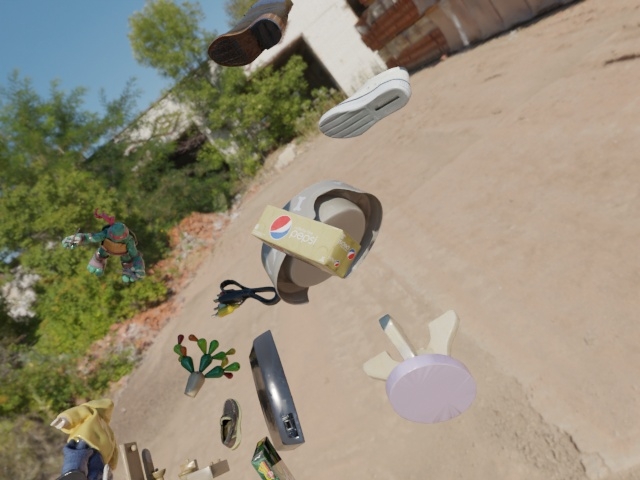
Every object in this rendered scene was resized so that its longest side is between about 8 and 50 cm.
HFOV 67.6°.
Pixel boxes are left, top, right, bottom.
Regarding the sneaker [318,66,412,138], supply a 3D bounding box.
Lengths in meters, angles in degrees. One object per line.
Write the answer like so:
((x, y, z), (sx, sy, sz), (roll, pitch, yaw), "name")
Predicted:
((0.107, -0.322, 1.136), (0.258, 0.094, 0.091), (-16, 48, 38), "sneaker")

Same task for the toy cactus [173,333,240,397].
((-0.360, 0.385, 1.449), (0.112, 0.219, 0.180), (114, 178, -58), "toy cactus")

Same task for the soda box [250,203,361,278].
((-0.027, -0.001, 0.769), (0.181, 0.058, 0.061), (21, 78, 43), "soda box")

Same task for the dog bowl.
((0.000, 0.000, 1.214), (0.349, 0.348, 0.102), (-43, 59, -10), "dog bowl")

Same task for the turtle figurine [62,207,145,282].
((-0.457, 0.022, 1.058), (0.118, 0.175, 0.234), (-64, 8, -30), "turtle figurine")

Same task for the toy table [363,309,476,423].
((0.223, 0.277, 1.060), (0.252, 0.274, 0.161), (-27, 42, 4), "toy table")

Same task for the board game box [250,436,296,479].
((-0.039, 0.488, 0.871), (0.030, 0.259, 0.136), (-35, -6, -6), "board game box")

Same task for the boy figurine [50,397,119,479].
((-0.481, 0.411, 0.975), (0.092, 0.177, 0.285), (-32, 25, -7), "boy figurine")

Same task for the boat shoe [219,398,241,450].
((-0.248, 0.492, 1.303), (0.056, 0.049, 0.152), (-38, 36, 11), "boat shoe")

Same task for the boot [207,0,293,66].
((-0.147, -0.448, 1.032), (0.219, 0.082, 0.106), (-3, 51, 38), "boot")

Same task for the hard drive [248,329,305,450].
((-0.108, 0.351, 1.100), (0.054, 0.254, 0.172), (-12, -25, -19), "hard drive")

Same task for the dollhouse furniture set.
((-0.293, 0.446, 0.978), (0.151, 0.123, 0.144), (-22, -19, -1), "dollhouse furniture set")

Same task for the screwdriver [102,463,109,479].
((-0.187, 0.271, 0.396), (0.025, 0.024, 0.169), (108, 157, -47), "screwdriver")

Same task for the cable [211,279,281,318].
((-0.265, 0.199, 1.722), (0.287, 0.072, 0.139), (-10, 50, 16), "cable")
